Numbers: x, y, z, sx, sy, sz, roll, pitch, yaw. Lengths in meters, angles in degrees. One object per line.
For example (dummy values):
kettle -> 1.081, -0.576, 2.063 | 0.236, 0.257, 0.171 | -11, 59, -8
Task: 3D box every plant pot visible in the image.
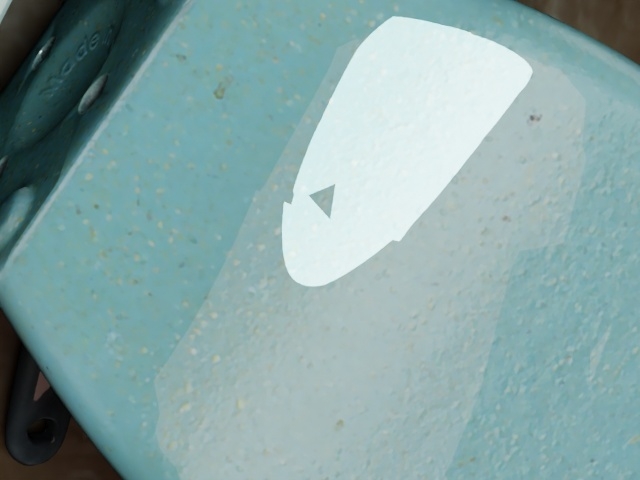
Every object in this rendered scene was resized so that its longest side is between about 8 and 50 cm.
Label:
plant pot -> 0.000, 0.000, 0.722 | 0.252, 0.247, 0.248 | 35, 91, -23

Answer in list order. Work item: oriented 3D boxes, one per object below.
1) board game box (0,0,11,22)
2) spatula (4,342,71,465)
board game box -> -0.186, -0.210, 0.686 | 0.224, 0.097, 0.303 | 26, 101, -24
spatula -> -0.092, -0.039, 0.806 | 0.084, 0.030, 0.296 | 8, 107, -31
